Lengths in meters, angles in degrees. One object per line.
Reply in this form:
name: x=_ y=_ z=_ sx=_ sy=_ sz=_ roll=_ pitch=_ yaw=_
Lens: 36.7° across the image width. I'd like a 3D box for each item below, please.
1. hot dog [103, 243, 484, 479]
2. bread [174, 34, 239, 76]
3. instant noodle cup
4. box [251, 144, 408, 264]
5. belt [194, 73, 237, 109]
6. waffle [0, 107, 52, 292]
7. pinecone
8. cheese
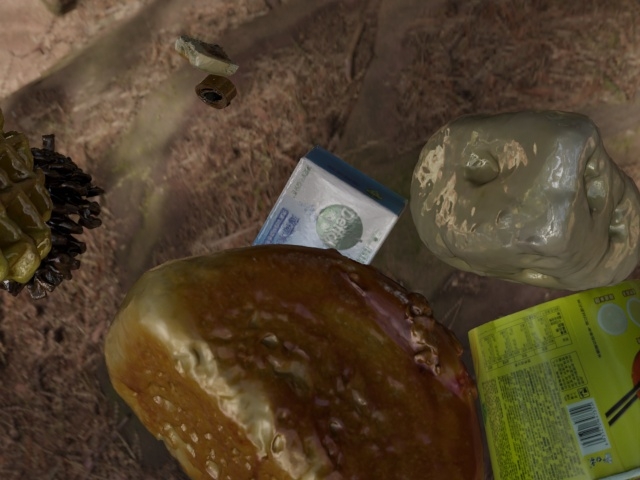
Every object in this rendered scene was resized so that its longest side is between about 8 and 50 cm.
hot dog: x=0.001 y=0.101 z=0.592 sx=0.256 sy=0.150 sz=0.153 roll=47 pitch=50 yaw=0
bread: x=-0.157 y=-0.252 z=1.324 sx=0.083 sy=0.070 sz=0.035 roll=51 pitch=122 yaw=50
instant noodle cup: x=0.334 y=0.188 z=1.238 sx=0.311 sy=0.311 sz=0.221 roll=-16 pitch=80 yaw=-1
box: x=0.000 y=0.000 z=1.217 sx=0.139 sy=0.073 sz=0.194 roll=32 pitch=114 yaw=3
belt: x=-0.183 y=-0.264 z=1.713 sx=0.083 sy=0.059 sz=0.036 roll=10 pitch=52 yaw=48
waffle: x=-0.346 y=-0.090 z=0.821 sx=0.062 sy=0.329 sz=0.329 roll=-38 pitch=64 yaw=16
pinecone: x=-0.523 y=-0.042 z=1.779 sx=0.244 sy=0.244 sz=0.309 roll=6 pitch=74 yaw=9
cheese: x=0.227 y=-0.037 z=1.082 sx=0.248 sy=0.251 sz=0.173 roll=11 pitch=83 yaw=44
